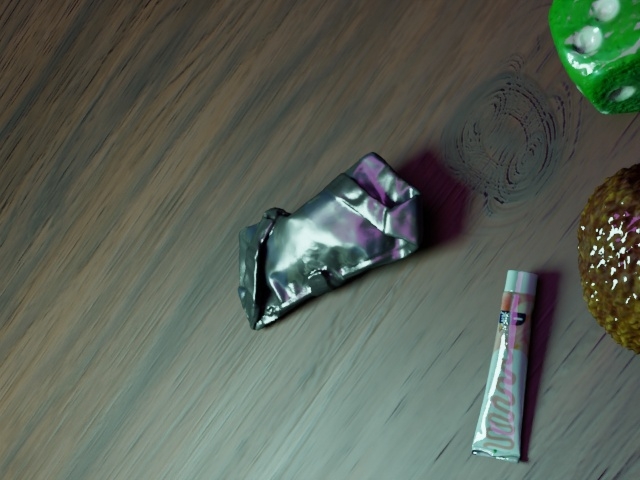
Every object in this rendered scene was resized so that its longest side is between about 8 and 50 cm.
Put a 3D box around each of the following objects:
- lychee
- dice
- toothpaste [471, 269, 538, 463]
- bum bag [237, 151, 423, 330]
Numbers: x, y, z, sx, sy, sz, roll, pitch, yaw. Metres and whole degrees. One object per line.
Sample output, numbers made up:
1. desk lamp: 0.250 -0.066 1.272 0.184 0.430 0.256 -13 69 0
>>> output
1. lychee: 0.338 0.013 1.016 0.194 0.194 0.195 -11 70 31
2. dice: 0.325 -0.218 1.122 0.120 0.131 0.128 -26 64 28
3. toothpaste: 0.206 0.136 1.151 0.056 0.036 0.205 6 83 33
4. bum bag: 0.000 0.000 1.304 0.310 0.074 0.137 -28 74 30
